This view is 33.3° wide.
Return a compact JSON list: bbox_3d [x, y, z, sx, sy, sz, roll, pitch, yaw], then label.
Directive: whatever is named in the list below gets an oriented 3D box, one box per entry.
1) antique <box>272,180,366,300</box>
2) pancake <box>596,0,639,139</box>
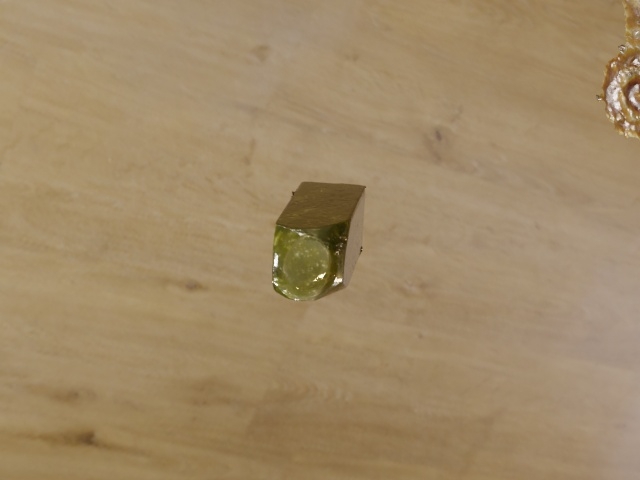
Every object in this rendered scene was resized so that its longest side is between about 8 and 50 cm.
[{"bbox_3d":[0.000,0.000,1.165,0.080,0.221,0.081,3,107,6],"label":"antique"},{"bbox_3d":[0.362,-0.148,1.061,0.056,0.257,0.212,-14,141,-23],"label":"pancake"}]
